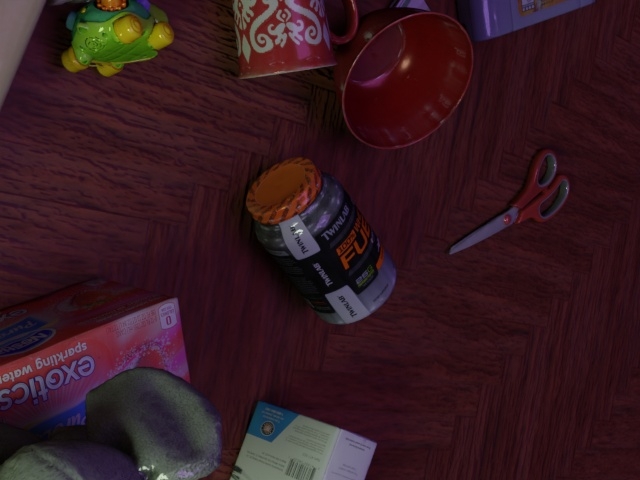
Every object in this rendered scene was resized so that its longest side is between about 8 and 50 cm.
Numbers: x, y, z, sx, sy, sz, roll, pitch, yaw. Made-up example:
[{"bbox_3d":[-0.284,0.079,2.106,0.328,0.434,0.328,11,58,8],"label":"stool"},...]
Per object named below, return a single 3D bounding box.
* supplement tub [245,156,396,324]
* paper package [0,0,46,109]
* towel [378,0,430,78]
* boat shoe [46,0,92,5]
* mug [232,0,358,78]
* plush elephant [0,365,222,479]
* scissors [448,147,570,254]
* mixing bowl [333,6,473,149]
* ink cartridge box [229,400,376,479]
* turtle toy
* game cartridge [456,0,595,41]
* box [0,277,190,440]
[{"bbox_3d":[0.000,0.000,1.201,0.117,0.117,0.190,-55,129,-24],"label":"supplement tub"},{"bbox_3d":[-0.399,-0.182,0.753,0.325,0.168,0.309,29,76,-42],"label":"paper package"},{"bbox_3d":[0.123,-0.247,1.355,0.113,0.023,0.152,-56,131,-20],"label":"towel"},{"bbox_3d":[-0.207,-0.374,0.950,0.097,0.117,0.324,3,88,-41],"label":"boat shoe"},{"bbox_3d":[-0.040,-0.274,1.140,0.150,0.113,0.169,-28,111,-58],"label":"mug"},{"bbox_3d":[-0.201,0.221,0.742,0.272,0.255,0.329,-29,116,-36],"label":"plush elephant"},{"bbox_3d":[0.293,-0.030,1.547,0.297,0.021,0.109,-44,126,-32],"label":"scissors"},{"bbox_3d":[0.084,-0.213,1.243,0.182,0.098,0.181,-18,134,-20],"label":"mixing bowl"},{"bbox_3d":[-0.036,0.300,1.195,0.082,0.140,0.190,29,77,-45],"label":"ink cartridge box"},{"bbox_3d":[-0.196,-0.208,1.008,0.130,0.095,0.066,-9,79,-62],"label":"turtle toy"},{"bbox_3d":[0.298,-0.413,1.475,0.297,0.062,0.198,-26,118,-39],"label":"game cartridge"},{"bbox_3d":[-0.277,0.155,0.938,0.300,0.142,0.154,-20,110,-41],"label":"box"}]
